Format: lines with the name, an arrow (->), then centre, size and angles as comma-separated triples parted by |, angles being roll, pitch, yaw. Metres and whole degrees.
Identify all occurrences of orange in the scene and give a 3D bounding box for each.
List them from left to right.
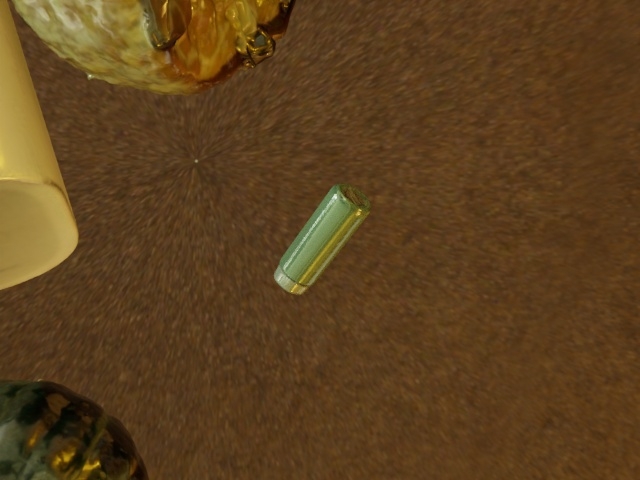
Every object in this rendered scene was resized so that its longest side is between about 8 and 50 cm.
orange -> -0.145, -0.263, 0.985 | 0.210, 0.368, 0.271 | 3, 117, 21

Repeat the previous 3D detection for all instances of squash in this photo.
squash -> -0.227, 0.200, 0.900 | 0.218, 0.172, 0.218 | 3, 98, 21

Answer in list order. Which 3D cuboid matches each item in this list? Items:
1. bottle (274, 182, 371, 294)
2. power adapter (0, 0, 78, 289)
bottle -> 0.000, 0.000, 0.845 | 0.030, 0.030, 0.083 | 34, 115, -7
power adapter -> -0.196, -0.036, 0.446 | 0.187, 0.124, 0.255 | -17, 74, -8
